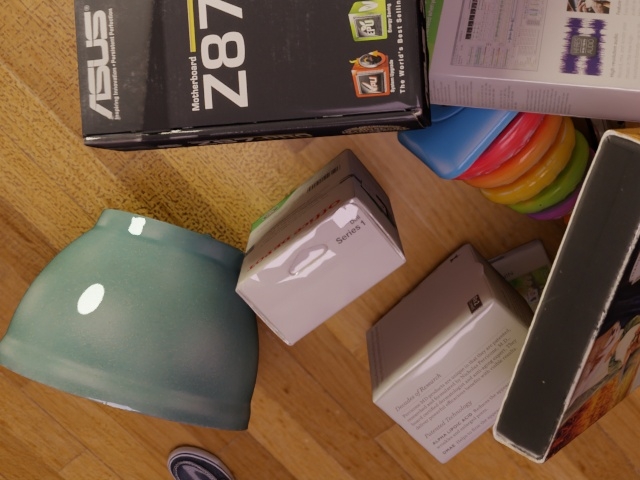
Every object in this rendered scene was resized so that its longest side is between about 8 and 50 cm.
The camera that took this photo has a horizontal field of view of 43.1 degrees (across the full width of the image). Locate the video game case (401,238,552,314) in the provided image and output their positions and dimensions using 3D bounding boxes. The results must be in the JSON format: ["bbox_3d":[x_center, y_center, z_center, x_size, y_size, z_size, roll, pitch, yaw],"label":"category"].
[{"bbox_3d":[0.236,0.128,1.061,0.193,0.023,0.212,-25,108,9],"label":"video game case"}]

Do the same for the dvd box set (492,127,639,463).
[{"bbox_3d":[0.345,0.031,0.848,0.062,0.420,0.308,29,114,33],"label":"dvd box set"}]

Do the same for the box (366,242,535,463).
[{"bbox_3d":[0.159,0.126,0.952,0.182,0.181,0.119,-43,103,14],"label":"box"}]

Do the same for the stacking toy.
[{"bbox_3d":[0.252,-0.082,0.930,0.302,0.175,0.166,37,100,-25],"label":"stacking toy"}]

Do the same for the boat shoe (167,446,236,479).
[{"bbox_3d":[-0.142,0.365,1.115,0.065,0.083,0.183,-40,105,13],"label":"boat shoe"}]

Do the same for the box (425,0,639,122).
[{"bbox_3d":[0.214,-0.234,0.796,0.322,0.058,0.232,9,67,14],"label":"box"}]

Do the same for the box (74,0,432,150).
[{"bbox_3d":[-0.067,-0.289,0.743,0.318,0.097,0.395,-2,91,14],"label":"box"}]

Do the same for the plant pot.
[{"bbox_3d":[-0.196,0.079,0.929,0.293,0.293,0.196,17,82,-6],"label":"plant pot"}]

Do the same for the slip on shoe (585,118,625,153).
[{"bbox_3d":[0.341,-0.128,0.955,0.041,0.051,0.135,-22,101,10],"label":"slip on shoe"}]

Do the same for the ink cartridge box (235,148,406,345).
[{"bbox_3d":[0.000,0.000,0.909,0.160,0.219,0.092,-37,106,13],"label":"ink cartridge box"}]
